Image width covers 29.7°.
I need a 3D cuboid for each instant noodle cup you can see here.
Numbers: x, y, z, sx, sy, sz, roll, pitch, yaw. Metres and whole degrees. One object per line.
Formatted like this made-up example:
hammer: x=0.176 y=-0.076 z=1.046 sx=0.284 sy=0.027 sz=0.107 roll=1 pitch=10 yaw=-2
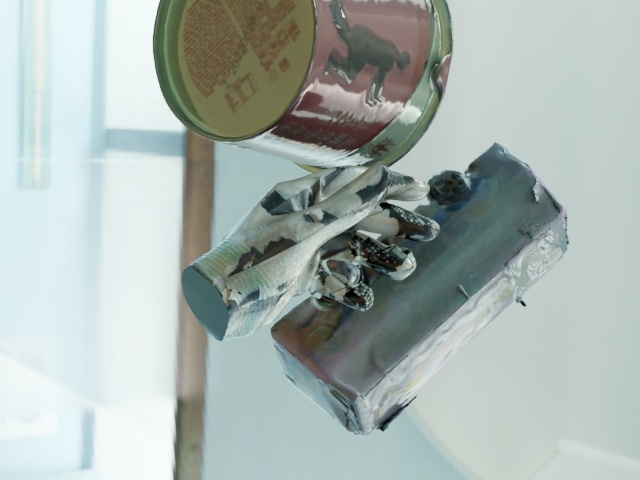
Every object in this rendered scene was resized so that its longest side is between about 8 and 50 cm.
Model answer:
instant noodle cup: x=-0.025 y=-0.173 z=1.077 sx=0.235 sy=0.178 sz=0.234 roll=0 pitch=-89 yaw=36

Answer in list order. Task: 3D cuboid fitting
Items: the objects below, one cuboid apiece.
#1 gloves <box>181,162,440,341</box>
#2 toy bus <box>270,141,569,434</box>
gloves: x=-0.005 y=-0.002 z=0.987 sx=0.111 sy=0.212 sz=0.127 roll=31 pitch=-35 yaw=41
toy bus: x=0.106 y=0.043 z=1.182 sx=0.138 sy=0.317 sz=0.112 roll=39 pitch=-19 yaw=32
